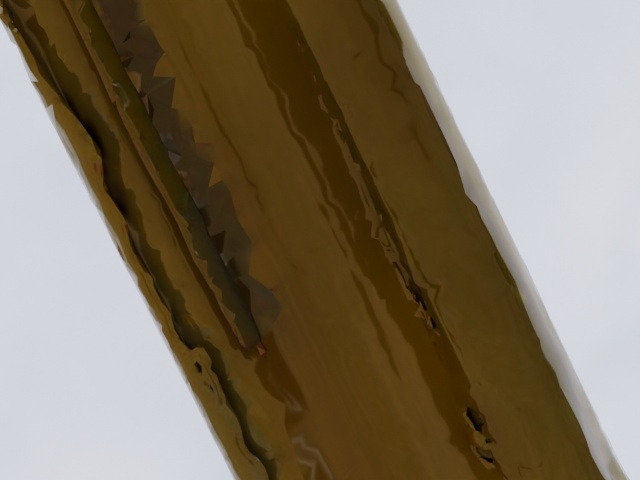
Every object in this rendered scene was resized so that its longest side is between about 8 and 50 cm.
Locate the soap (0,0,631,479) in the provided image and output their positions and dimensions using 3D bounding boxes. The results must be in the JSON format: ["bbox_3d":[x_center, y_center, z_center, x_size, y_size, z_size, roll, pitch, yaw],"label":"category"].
[{"bbox_3d":[0.000,-0.001,0.507,0.096,0.204,0.324,-26,-84,2],"label":"soap"}]
